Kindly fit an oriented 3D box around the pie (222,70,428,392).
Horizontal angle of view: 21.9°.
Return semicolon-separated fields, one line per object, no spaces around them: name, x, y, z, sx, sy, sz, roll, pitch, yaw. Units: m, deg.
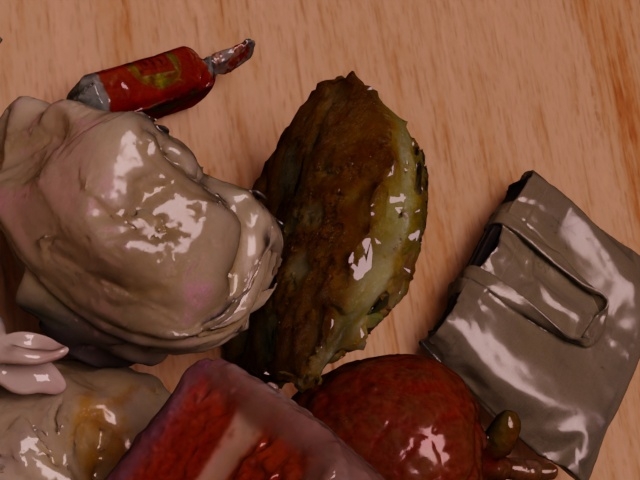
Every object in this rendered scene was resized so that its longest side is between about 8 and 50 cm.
pie;0.000;0.000;1.660;0.103;0.288;0.354;21;60;-24

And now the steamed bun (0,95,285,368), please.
steamed bun;-0.196;0.014;1.558;0.268;0.280;0.207;43;70;-39

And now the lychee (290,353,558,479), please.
lychee;0.082;0.235;1.649;0.300;0.255;0.255;-1;66;14

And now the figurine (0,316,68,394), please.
figurine;-0.350;0.081;1.488;0.235;0.127;0.155;0;29;-14

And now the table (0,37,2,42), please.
table;-0.429;-0.207;1.570;0.220;0.126;0.126;37;57;-16

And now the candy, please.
candy;-0.186;-0.155;1.728;0.292;0.086;0.059;-24;83;-37

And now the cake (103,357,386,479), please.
cake;-0.071;0.287;1.394;0.309;0.237;0.230;-54;136;-8

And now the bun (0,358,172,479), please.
bun;-0.211;0.234;1.529;0.287;0.146;0.287;12;68;-32

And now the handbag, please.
handbag;0.265;0.092;1.907;0.253;0.109;0.316;40;56;-8
